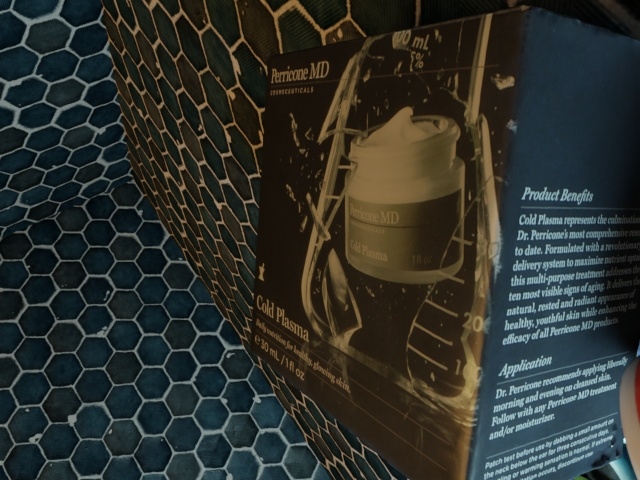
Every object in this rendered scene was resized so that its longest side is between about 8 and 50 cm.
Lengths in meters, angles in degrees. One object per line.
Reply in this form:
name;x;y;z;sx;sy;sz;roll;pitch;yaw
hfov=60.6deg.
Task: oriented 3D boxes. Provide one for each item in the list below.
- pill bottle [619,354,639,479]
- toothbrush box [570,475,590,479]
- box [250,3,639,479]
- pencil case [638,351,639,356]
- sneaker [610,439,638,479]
pill bottle;0.478;0.156;0.457;0.363;0.210;0.210;-31;89;42
toothbrush box;0.459;0.549;1.065;0.283;0.122;0.206;18;135;33
box;0.142;-0.007;0.736;0.480;0.297;0.471;18;105;56
pencil case;0.425;0.124;0.739;0.306;0.119;0.133;45;162;30
sneaker;0.422;0.236;0.833;0.366;0.150;0.135;51;154;19
